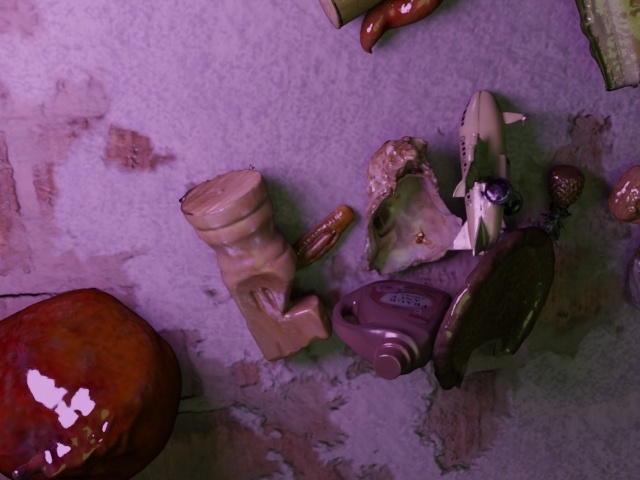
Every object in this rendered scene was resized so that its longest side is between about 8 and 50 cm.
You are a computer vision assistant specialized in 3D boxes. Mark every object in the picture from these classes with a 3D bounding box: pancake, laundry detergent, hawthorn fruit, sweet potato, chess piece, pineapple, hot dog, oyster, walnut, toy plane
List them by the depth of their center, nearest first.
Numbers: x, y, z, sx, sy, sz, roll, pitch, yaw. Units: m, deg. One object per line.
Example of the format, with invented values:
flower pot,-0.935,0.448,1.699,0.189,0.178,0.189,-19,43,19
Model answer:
sweet potato,0.134,-0.340,1.441,0.202,0.058,0.055,-38,130,7
hawthorn fruit,-0.347,0.219,1.465,0.308,0.325,0.308,1,88,-26
toy plane,0.242,-0.094,1.494,0.104,0.242,0.256,8,83,25
laundry detergent,0.093,0.132,1.515,0.171,0.237,0.076,11,112,18
chess piece,-0.091,0.048,1.529,0.137,0.137,0.300,-22,115,2
pancake,0.265,0.106,1.531,0.286,0.033,0.288,-57,147,-8
oyster,0.128,-0.057,1.534,0.162,0.107,0.232,-17,129,-10
hot dog,0.000,0.000,1.568,0.137,0.028,0.044,-41,116,8
walnut,0.484,-0.067,1.569,0.079,0.082,0.096,6,121,-40
pineapple,0.368,-0.053,1.583,0.058,0.058,0.124,6,123,-9

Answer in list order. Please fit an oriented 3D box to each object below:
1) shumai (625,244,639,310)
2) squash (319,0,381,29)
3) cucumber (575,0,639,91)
shumai,0.577,0.051,1.590,0.184,0.142,0.184,-1,111,-3
squash,0.093,-0.388,1.404,0.224,0.094,0.094,-33,110,1
cucumber,0.412,-0.375,1.434,0.145,0.105,0.325,-20,113,8
